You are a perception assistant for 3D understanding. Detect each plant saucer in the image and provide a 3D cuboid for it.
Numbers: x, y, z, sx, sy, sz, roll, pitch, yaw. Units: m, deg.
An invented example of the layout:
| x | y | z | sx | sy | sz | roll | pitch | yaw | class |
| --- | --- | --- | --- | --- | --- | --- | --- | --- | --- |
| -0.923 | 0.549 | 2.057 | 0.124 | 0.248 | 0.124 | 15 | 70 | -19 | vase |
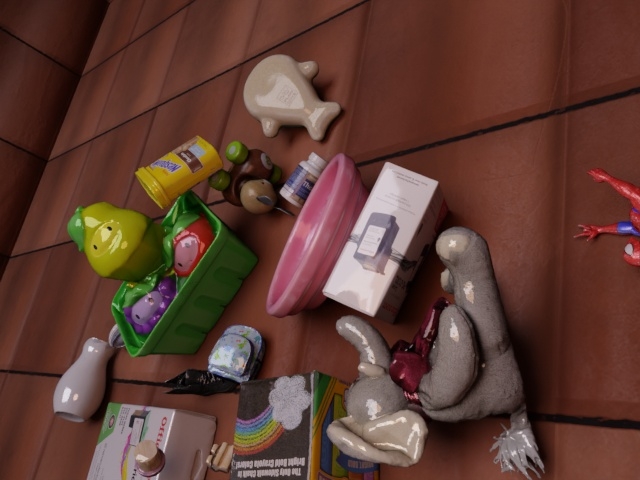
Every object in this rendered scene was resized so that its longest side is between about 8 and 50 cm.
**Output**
| x | y | z | sx | sy | sz | roll | pitch | yaw | class |
| --- | --- | --- | --- | --- | --- | --- | --- | --- | --- |
| 0.000 | 0.000 | 1.102 | 0.332 | 0.084 | 0.332 | -63 | 9 | 18 | plant saucer |

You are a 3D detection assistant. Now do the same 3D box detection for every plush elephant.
| x | y | z | sx | sy | sz | roll | pitch | yaw | class |
| --- | --- | --- | --- | --- | --- | --- | --- | --- | --- |
| 0.135 | 0.180 | 0.808 | 0.255 | 0.272 | 0.330 | -15 | 79 | 10 | plush elephant |

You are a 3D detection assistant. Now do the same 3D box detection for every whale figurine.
| x | y | z | sx | sy | sz | roll | pitch | yaw | class |
| --- | --- | --- | --- | --- | --- | --- | --- | --- | --- |
| -0.061 | -0.339 | 1.437 | 0.272 | 0.141 | 0.216 | 35 | 95 | 25 | whale figurine |

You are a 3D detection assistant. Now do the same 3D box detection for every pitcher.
| x | y | z | sx | sy | sz | roll | pitch | yaw | class |
| --- | --- | --- | --- | --- | --- | --- | --- | --- | --- |
| -0.659 | 0.397 | 1.614 | 0.178 | 0.125 | 0.207 | -44 | 28 | 49 | pitcher |

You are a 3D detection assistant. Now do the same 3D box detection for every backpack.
| x | y | z | sx | sy | sz | roll | pitch | yaw | class |
| --- | --- | --- | --- | --- | --- | --- | --- | --- | --- |
| -0.171 | 0.236 | 1.211 | 0.104 | 0.084 | 0.114 | 16 | 66 | 15 | backpack |

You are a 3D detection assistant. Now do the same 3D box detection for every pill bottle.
| x | y | z | sx | sy | sz | roll | pitch | yaw | class |
| --- | --- | --- | --- | --- | --- | --- | --- | --- | --- |
| -0.033 | -0.137 | 1.314 | 0.120 | 0.067 | 0.067 | -54 | 41 | 7 | pill bottle |

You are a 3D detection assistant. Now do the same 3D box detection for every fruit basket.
| x | y | z | sx | sy | sz | roll | pitch | yaw | class |
| --- | --- | --- | --- | --- | --- | --- | --- | --- | --- |
| -0.390 | 0.050 | 1.342 | 0.392 | 0.392 | 0.283 | -55 | 41 | 5 | fruit basket |

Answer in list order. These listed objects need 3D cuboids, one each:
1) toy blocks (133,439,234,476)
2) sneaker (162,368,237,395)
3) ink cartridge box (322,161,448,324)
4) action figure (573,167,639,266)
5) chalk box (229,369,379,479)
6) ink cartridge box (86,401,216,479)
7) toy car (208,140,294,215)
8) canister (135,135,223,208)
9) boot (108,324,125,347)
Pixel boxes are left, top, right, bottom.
| x | y | z | sx | sy | sz | roll | pitch | yaw | class |
| --- | --- | --- | --- | --- | --- | --- | --- | --- | --- |
| -0.242 | 0.545 | 1.029 | 0.288 | 0.260 | 0.309 | 13 | 47 | 11 | toy blocks |
| -0.258 | 0.307 | 1.267 | 0.170 | 0.089 | 0.051 | -27 | 50 | 33 | sneaker |
| 0.117 | 0.013 | 0.982 | 0.100 | 0.172 | 0.237 | 25 | 87 | 21 | ink cartridge box |
| 0.430 | -0.098 | 0.808 | 0.139 | 0.091 | 0.281 | 5 | 71 | 40 | action figure |
| -0.025 | 0.377 | 0.926 | 0.180 | 0.179 | 0.289 | -18 | 57 | 37 | chalk box |
| -0.374 | 0.470 | 1.269 | 0.278 | 0.117 | 0.202 | -10 | 61 | 41 | ink cartridge box |
| -0.140 | -0.121 | 1.359 | 0.188 | 0.155 | 0.149 | 38 | 97 | 40 | toy car |
| -0.318 | -0.159 | 1.316 | 0.169 | 0.073 | 0.126 | -36 | 41 | -16 | canister |
| -0.501 | 0.247 | 1.562 | 0.190 | 0.069 | 0.086 | -44 | 40 | 15 | boot |
